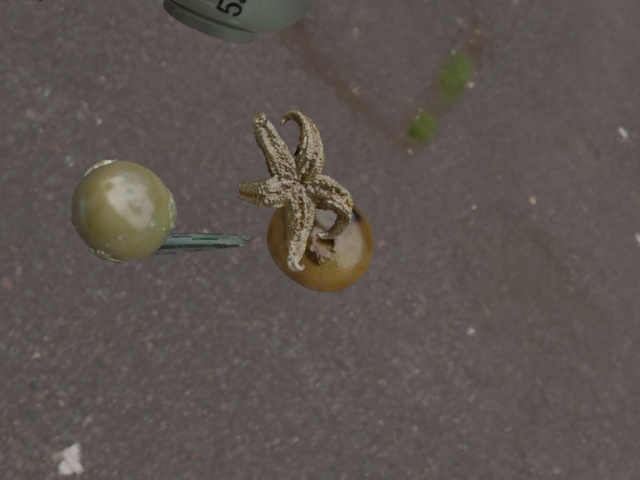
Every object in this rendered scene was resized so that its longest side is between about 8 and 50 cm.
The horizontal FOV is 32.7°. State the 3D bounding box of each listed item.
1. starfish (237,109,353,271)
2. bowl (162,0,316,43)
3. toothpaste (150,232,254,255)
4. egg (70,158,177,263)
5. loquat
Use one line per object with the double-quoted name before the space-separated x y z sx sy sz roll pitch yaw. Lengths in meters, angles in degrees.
"starfish" -0.035 -0.065 1.385 0.053 0.150 0.210 19 71 -79
"bowl" -0.165 -0.465 1.905 0.353 0.185 0.354 20 22 -9
"toothpaste" -0.226 0.004 1.912 0.064 0.218 0.041 -39 125 -66
"egg" -0.314 -0.048 1.737 0.201 0.164 0.164 55 11 -72
"loquat" 0.000 0.000 1.501 0.163 0.137 0.163 14 8 -2
